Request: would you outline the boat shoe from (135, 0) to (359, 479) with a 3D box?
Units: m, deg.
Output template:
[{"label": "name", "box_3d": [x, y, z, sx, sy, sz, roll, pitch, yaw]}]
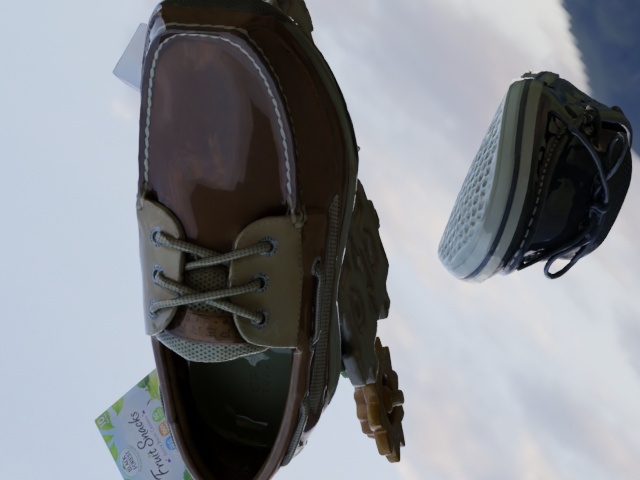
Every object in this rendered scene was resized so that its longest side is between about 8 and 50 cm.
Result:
[{"label": "boat shoe", "box_3d": [-0.044, 0.018, 1.041, 0.120, 0.122, 0.324, -71, -20, -48]}]

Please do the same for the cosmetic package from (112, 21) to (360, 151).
[{"label": "cosmetic package", "box_3d": [-0.078, -0.114, 1.622, 0.099, 0.060, 0.239, 33, 179, -42]}]

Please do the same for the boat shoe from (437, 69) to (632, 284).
[{"label": "boat shoe", "box_3d": [0.231, -0.063, 1.867, 0.156, 0.187, 0.500, 26, -162, 7]}]

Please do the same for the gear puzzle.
[{"label": "gear puzzle", "box_3d": [0.000, 0.000, 1.237, 0.175, 0.044, 0.339, -76, -30, -59]}]

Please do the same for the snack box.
[{"label": "snack box", "box_3d": [-0.149, 0.198, 1.796, 0.037, 0.100, 0.141, 40, -168, -49]}]
